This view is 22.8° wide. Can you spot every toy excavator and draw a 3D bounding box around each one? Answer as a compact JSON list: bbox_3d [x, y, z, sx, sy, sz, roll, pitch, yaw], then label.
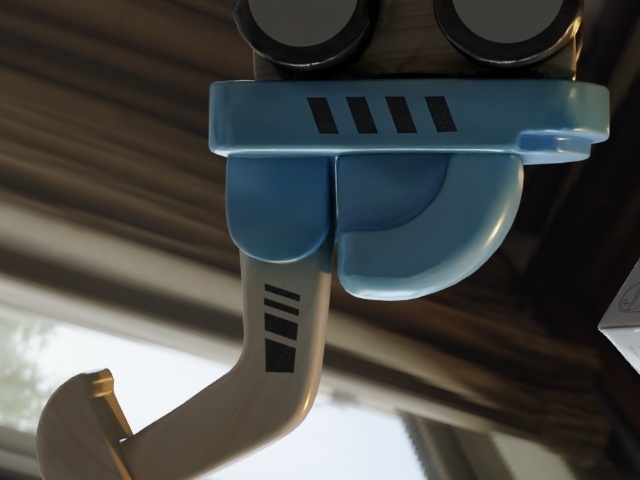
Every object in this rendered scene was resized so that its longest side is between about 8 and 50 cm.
[{"bbox_3d":[0.000,0.000,1.197,0.222,0.433,0.445,14,75,-82],"label":"toy excavator"}]

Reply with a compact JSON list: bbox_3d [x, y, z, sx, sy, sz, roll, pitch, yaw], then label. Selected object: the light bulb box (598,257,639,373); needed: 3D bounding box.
[{"bbox_3d":[0.432,0.078,0.925,0.361,0.358,0.225,-9,-140,56],"label":"light bulb box"}]
